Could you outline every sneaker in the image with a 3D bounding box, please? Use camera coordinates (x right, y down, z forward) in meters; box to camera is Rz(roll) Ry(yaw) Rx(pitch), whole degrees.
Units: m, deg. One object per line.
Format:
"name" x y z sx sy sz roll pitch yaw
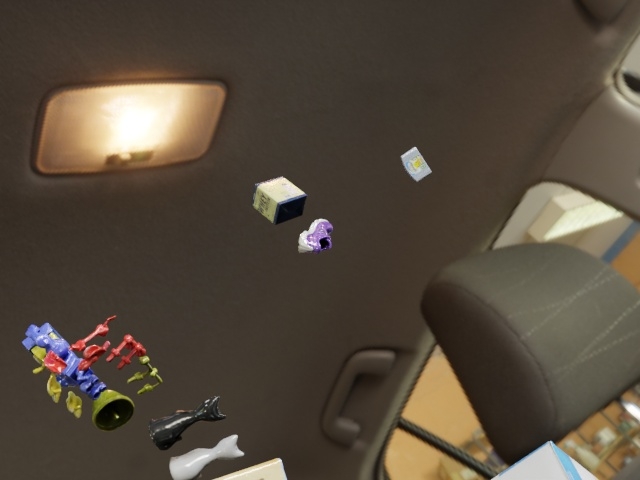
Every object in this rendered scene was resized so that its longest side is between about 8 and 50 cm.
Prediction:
"sneaker" 0.000 0.000 1.770 0.170 0.071 0.068 -47 -30 -62

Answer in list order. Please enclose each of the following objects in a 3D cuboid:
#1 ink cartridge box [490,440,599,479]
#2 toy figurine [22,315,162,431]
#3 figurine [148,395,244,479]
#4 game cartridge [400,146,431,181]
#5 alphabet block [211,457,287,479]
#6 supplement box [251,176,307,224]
"ink cartridge box" 0.339 0.428 0.976 0.171 0.168 0.232 -42 -60 17
"toy figurine" -0.514 0.244 1.522 0.191 0.217 0.362 -50 -25 -20
"figurine" -0.341 0.561 2.010 0.209 0.092 0.215 -24 -75 -2
"game cartridge" 0.252 -0.200 1.906 0.056 0.083 0.017 -35 5 -2
"alphabet block" -0.183 0.641 1.672 0.197 0.193 0.192 -10 -20 -29
"supplement box" -0.090 -0.088 1.559 0.083 0.083 0.056 -22 -41 -41
